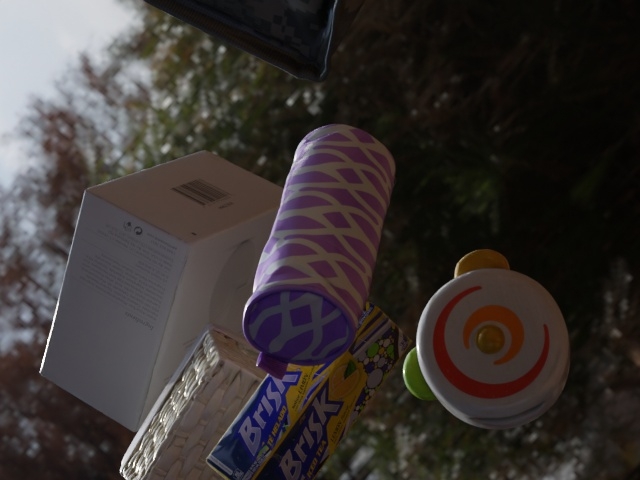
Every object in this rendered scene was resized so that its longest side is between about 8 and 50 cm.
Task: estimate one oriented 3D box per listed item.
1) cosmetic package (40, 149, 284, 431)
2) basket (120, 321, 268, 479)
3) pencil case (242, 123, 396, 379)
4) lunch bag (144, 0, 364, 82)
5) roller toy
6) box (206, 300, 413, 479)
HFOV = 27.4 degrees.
[{"bbox_3d":[-0.158,0.046,1.395,0.138,0.224,0.224,26,-156,20],"label":"cosmetic package"},{"bbox_3d":[-0.092,0.177,1.183,0.113,0.167,0.103,31,-178,-13],"label":"basket"},{"bbox_3d":[0.000,0.000,0.965,0.086,0.088,0.206,35,-142,-14],"label":"pencil case"},{"bbox_3d":[-0.068,-0.256,0.629,0.287,0.235,0.169,26,149,-1],"label":"lunch bag"},{"bbox_3d":[0.221,0.135,1.661,0.191,0.209,0.146,31,173,18],"label":"roller toy"},{"bbox_3d":[-0.008,0.121,0.994,0.054,0.169,0.059,26,166,46],"label":"box"}]
